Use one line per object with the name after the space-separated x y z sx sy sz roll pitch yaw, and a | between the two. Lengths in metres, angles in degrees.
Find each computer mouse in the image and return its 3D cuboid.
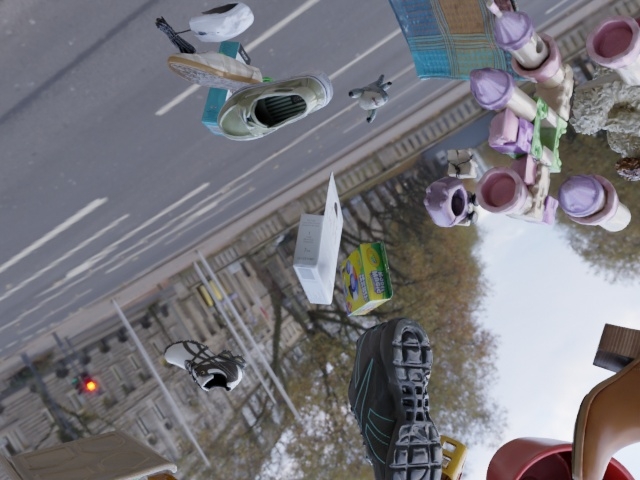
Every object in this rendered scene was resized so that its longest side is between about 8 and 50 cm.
-0.228 -0.429 1.177 0.193 0.042 0.106 -11 146 19 | computer mouse

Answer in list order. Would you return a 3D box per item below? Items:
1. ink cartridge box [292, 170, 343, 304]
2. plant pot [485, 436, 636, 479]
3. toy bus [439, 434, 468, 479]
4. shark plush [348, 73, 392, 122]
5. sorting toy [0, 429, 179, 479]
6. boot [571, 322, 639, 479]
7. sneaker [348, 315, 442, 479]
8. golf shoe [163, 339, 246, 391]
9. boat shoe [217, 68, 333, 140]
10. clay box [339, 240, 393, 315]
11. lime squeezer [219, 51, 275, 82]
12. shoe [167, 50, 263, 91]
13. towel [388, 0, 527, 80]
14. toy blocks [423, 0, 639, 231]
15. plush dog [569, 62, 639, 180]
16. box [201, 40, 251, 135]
0.000 0.000 1.393 0.060 0.238 0.275 4 157 9 | ink cartridge box
0.455 0.516 1.155 0.275 0.274 0.243 -31 175 -3 | plant pot
0.294 0.581 1.454 0.191 0.104 0.202 -3 -151 -16 | toy bus
0.118 -0.291 1.162 0.067 0.073 0.161 -28 -170 29 | shark plush
-0.349 0.368 0.907 0.229 0.041 0.307 2 179 -39 | sorting toy
0.509 0.273 0.873 0.283 0.220 0.109 -58 150 -28 | boot
0.096 0.240 0.785 0.101 0.267 0.106 14 160 -37 | sneaker
-0.272 0.287 1.321 0.198 0.077 0.094 9 -144 9 | golf shoe
-0.114 -0.266 1.169 0.302 0.109 0.094 -12 -159 40 | boat shoe
0.099 0.088 1.305 0.053 0.127 0.222 -6 164 -13 | clay box
-0.116 -0.405 1.517 0.311 0.109 0.059 13 147 -36 | lime squeezer
-0.223 -0.367 1.254 0.219 0.058 0.077 9 167 -33 | shoe
0.280 -0.464 1.241 0.040 0.271 0.370 -36 -152 -14 | towel
0.266 -0.167 0.830 0.309 0.288 0.260 6 175 44 | toy blocks
0.633 -0.240 1.138 0.211 0.225 0.262 0 -146 42 | plush dog
-0.264 -0.427 1.641 0.060 0.244 0.100 9 170 14 | box
